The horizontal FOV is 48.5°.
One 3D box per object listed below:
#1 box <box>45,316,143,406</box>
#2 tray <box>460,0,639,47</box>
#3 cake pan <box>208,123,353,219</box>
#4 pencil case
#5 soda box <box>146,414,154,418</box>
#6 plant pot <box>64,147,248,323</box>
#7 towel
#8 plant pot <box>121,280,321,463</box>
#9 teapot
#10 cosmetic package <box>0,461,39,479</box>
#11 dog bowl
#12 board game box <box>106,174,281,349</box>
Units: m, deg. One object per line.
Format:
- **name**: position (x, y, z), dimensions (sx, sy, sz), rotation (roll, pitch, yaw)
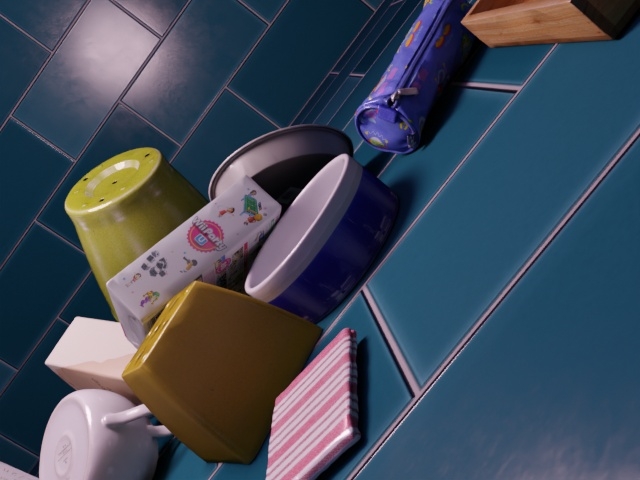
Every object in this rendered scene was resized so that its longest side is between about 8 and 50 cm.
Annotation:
- **box**: position (-0.379, 0.250, 1.407), dimensions (0.311, 0.148, 0.121), rotation (1, 49, 36)
- **tray**: position (0.331, -0.359, 0.935), dimensions (0.203, 0.076, 0.411), rotation (-52, 12, 8)
- **cake pan**: position (-0.064, -0.108, 1.351), dimensions (0.293, 0.293, 0.054), rotation (-44, 58, 38)
- **pencil case**: position (0.171, -0.289, 1.209), dimensions (0.306, 0.119, 0.133), rotation (-59, -10, -20)
- **soda box**: position (-0.432, 0.397, 1.724), dimensions (0.183, 0.058, 0.063), rotation (-34, 25, 55)
- **plant pot**: position (-0.379, -0.005, 1.608), dimensions (0.367, 0.353, 0.366), rotation (-18, 34, 13)
- **towel**: position (-0.005, 0.197, 0.788), dimensions (0.144, 0.029, 0.197), rotation (-49, 16, 21)
- **plant pot**: position (-0.159, 0.177, 1.024), dimensions (0.212, 0.187, 0.212), rotation (-60, 14, -27)
- **teapot**: position (-0.380, 0.391, 1.300), dimensions (0.256, 0.187, 0.252), rotation (6, 83, 50)
- **cosmetic package**: position (-0.712, 0.650, 1.387), dimensions (0.327, 0.329, 0.394), rotation (-61, 14, -4)
- **dog bowl**: position (0.000, 0.000, 1.107), dimensions (0.265, 0.104, 0.265), rotation (-50, 14, 17)
- **board game box**: position (-0.209, 0.058, 1.237), dimensions (0.303, 0.097, 0.224), rotation (-41, -17, -25)
